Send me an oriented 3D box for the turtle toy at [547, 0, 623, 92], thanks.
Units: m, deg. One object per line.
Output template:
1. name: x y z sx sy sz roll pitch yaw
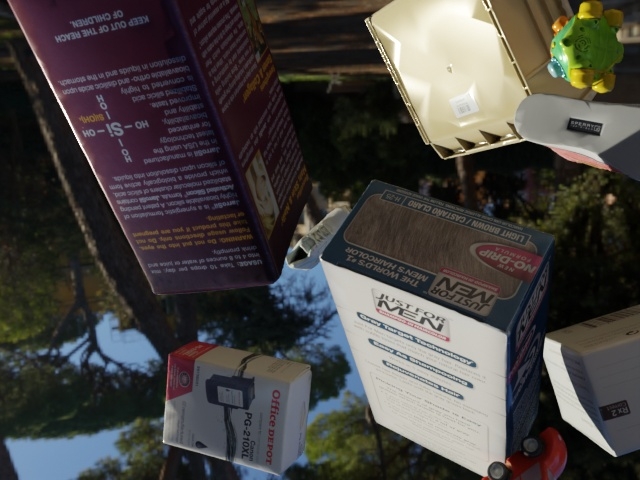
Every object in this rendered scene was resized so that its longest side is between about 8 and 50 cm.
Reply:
1. turtle toy: 0.309 -0.220 0.799 0.130 0.095 0.066 -2 -169 -42

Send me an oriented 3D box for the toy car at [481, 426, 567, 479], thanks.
1. toy car: 0.149 0.311 0.708 0.239 0.225 0.053 -13 -142 -22

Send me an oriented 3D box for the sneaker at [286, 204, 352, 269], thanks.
1. sneaker: 0.000 0.000 1.184 0.053 0.152 0.061 50 -157 17

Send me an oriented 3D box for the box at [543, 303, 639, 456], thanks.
1. box: 0.380 0.151 0.812 0.181 0.119 0.182 -18 178 1

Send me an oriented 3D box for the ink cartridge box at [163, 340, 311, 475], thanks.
1. ink cartridge box: -0.148 0.291 1.219 0.237 0.171 0.100 9 -170 19

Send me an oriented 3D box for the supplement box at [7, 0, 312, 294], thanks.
1. supplement box: -0.074 -0.076 0.373 0.081 0.188 0.104 -6 -146 17

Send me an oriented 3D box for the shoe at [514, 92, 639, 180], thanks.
1. shoe: 0.276 -0.095 0.641 0.178 0.063 0.081 24 -166 35

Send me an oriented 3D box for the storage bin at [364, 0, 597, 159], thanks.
1. storage bin: 0.225 -0.269 0.989 0.123 0.260 0.262 -34 -168 -23

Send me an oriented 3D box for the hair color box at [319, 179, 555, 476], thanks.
1. hair color box: 0.127 0.108 0.692 0.174 0.347 0.105 21 -119 27
